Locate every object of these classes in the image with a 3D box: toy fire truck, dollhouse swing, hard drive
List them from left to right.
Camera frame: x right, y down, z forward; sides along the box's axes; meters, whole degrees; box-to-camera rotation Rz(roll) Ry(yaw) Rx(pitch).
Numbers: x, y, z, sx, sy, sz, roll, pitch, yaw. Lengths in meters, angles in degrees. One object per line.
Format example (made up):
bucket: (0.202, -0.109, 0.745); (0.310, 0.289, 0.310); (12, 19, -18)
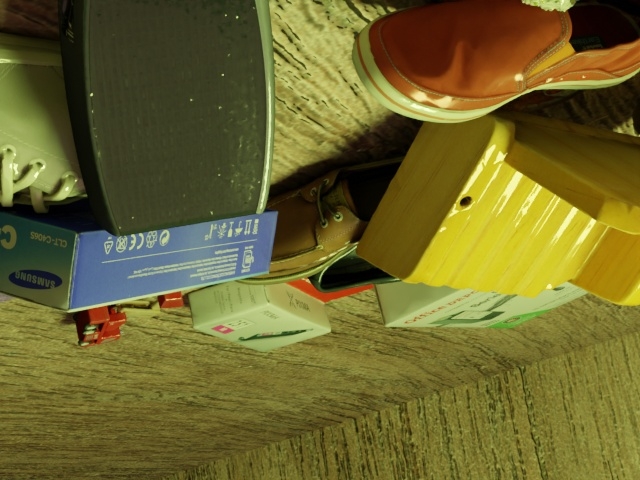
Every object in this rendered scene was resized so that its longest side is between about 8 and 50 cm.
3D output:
toy fire truck: (-0.273, 0.098, 1.801); (0.135, 0.047, 0.192); (-9, 163, -19)
hard drive: (-0.117, -0.118, 1.025); (0.172, 0.054, 0.254); (-9, 128, -12)
dollhouse swing: (0.292, 0.019, 1.398); (0.347, 0.305, 0.315); (7, 125, -32)

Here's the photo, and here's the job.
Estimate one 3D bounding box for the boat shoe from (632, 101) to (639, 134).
boat shoe: (0.454, -0.166, 1.503); (0.059, 0.063, 0.170); (1, 167, -45)

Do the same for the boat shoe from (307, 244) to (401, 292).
boat shoe: (0.133, 0.001, 1.637); (0.340, 0.113, 0.127); (-6, 130, -9)

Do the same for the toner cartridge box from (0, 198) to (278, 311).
toner cartridge box: (-0.199, -0.002, 1.256); (0.165, 0.075, 0.348); (13, -170, 27)

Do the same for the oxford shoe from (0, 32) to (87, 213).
oxford shoe: (-0.272, -0.090, 1.090); (0.449, 0.130, 0.169); (-1, 160, -31)

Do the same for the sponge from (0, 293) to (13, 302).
sponge: (-0.480, 0.071, 1.590); (0.210, 0.031, 0.117); (-17, 162, 14)

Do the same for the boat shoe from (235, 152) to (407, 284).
boat shoe: (0.021, -0.041, 1.511); (0.307, 0.110, 0.104); (-21, 160, -7)

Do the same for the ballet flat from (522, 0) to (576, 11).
ballet flat: (0.161, -0.246, 1.005); (0.077, 0.091, 0.241); (5, 164, 18)

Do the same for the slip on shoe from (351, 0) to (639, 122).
slip on shoe: (0.176, -0.186, 1.146); (0.331, 0.123, 0.101); (-11, 156, -27)

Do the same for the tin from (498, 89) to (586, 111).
tin: (0.209, -0.176, 1.323); (0.190, 0.040, 0.106); (3, 160, -43)

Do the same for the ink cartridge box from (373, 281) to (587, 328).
ink cartridge box: (0.245, 0.044, 1.889); (0.289, 0.121, 0.211); (3, 156, -41)

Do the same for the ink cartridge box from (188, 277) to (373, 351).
ink cartridge box: (-0.038, 0.097, 1.955); (0.239, 0.060, 0.275); (-17, 162, 16)
